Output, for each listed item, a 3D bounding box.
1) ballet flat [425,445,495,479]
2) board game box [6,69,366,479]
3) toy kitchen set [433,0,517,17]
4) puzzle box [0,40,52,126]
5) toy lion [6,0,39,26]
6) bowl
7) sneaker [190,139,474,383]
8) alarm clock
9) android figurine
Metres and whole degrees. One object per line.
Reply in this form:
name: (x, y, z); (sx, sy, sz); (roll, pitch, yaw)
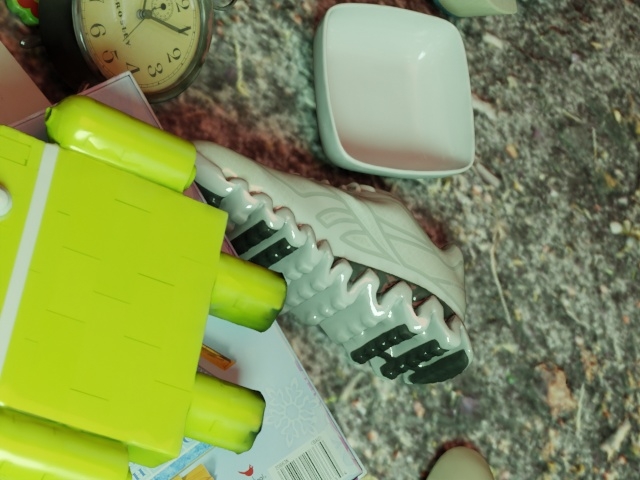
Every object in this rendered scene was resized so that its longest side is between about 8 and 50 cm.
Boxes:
ballet flat: (0.101, 0.266, 1.106); (0.086, 0.086, 0.248); (31, 61, -21)
board game box: (-0.173, 0.094, 0.924); (0.319, 0.066, 0.318); (-29, 89, -35)
toy kitchen set: (0.140, -0.309, 1.305); (0.166, 0.122, 0.207); (-25, 110, -35)
puzzle box: (-0.242, 0.033, 0.978); (0.272, 0.052, 0.409); (-43, 100, -33)
toy lion: (-0.210, -0.205, 1.085); (0.100, 0.034, 0.096); (17, 75, -28)
bowl: (0.052, -0.115, 1.207); (0.142, 0.053, 0.142); (4, 74, -32)
sneaker: (0.000, 0.000, 1.118); (0.292, 0.110, 0.118); (33, 53, -29)
alarm clock: (-0.129, -0.170, 1.091); (0.192, 0.064, 0.129); (-25, 110, -39)
android figurine: (-0.151, 0.031, 0.887); (0.273, 0.056, 0.248); (24, 62, -24)
